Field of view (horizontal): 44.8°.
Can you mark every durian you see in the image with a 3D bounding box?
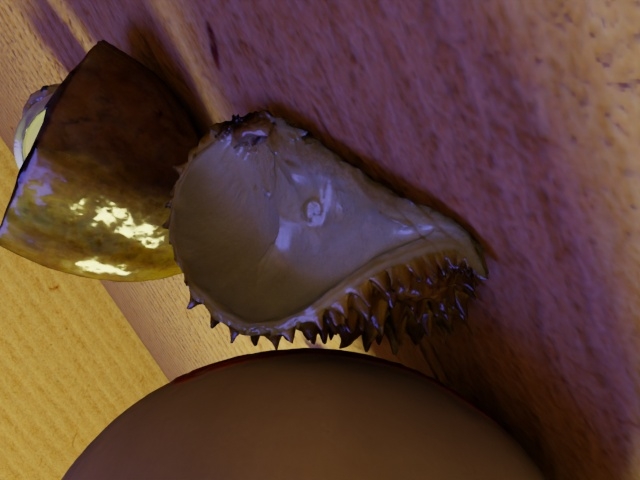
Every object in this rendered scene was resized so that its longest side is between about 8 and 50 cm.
[{"bbox_3d":[0.000,0.000,0.515,0.252,0.144,0.139,43,122,41],"label":"durian"}]

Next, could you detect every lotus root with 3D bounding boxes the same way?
[{"bbox_3d":[-0.165,-0.060,0.696,0.180,0.199,0.188,26,-155,-13],"label":"lotus root"}]

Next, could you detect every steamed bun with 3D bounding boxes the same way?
[{"bbox_3d":[-0.011,0.206,0.552,0.374,0.374,0.241,92,177,-61],"label":"steamed bun"}]

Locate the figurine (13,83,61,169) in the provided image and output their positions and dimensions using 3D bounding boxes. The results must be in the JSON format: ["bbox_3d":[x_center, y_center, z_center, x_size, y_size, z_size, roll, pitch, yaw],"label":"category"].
[{"bbox_3d":[-0.292,-0.130,0.898,0.154,0.132,0.132,46,163,52],"label":"figurine"}]
